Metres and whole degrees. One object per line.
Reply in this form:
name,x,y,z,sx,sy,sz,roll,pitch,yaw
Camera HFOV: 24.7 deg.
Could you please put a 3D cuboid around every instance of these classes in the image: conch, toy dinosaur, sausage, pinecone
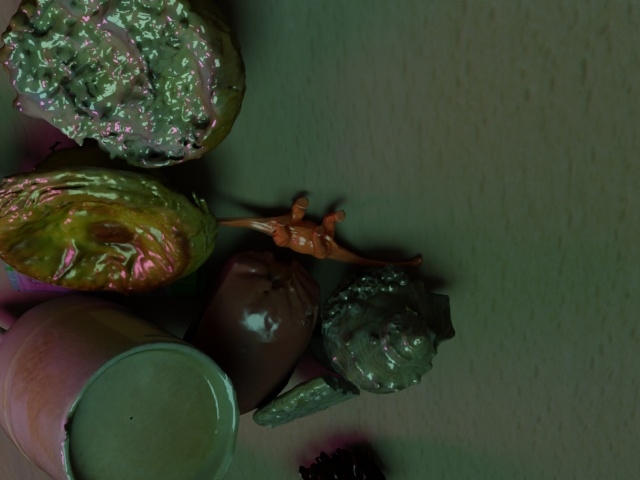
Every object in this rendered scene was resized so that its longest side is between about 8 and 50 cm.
conch,0.072,0.115,1.875,0.178,0.163,0.245,1,174,-31
toy dinosaur,0.001,-0.006,1.839,0.280,0.055,0.101,15,155,-6
sausage,-0.096,0.124,1.912,0.152,0.152,0.279,19,135,-11
pinecone,0.018,0.388,2.152,0.165,0.163,0.163,-13,131,20

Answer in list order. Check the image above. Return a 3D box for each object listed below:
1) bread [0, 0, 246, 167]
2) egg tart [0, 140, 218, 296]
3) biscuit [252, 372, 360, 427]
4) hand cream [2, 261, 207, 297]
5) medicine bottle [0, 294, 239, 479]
bread,-0.207,-0.204,1.605,0.274,0.149,0.274,8,139,7
egg tart,-0.269,-0.034,1.782,0.295,0.116,0.295,1,148,1
biscuit,-0.025,0.217,1.958,0.133,0.032,0.250,-25,169,6
hand cream,-0.289,0.046,1.941,0.275,0.050,0.079,3,110,12
medicine bottle,-0.298,0.196,1.902,0.236,0.235,0.406,44,167,-31
